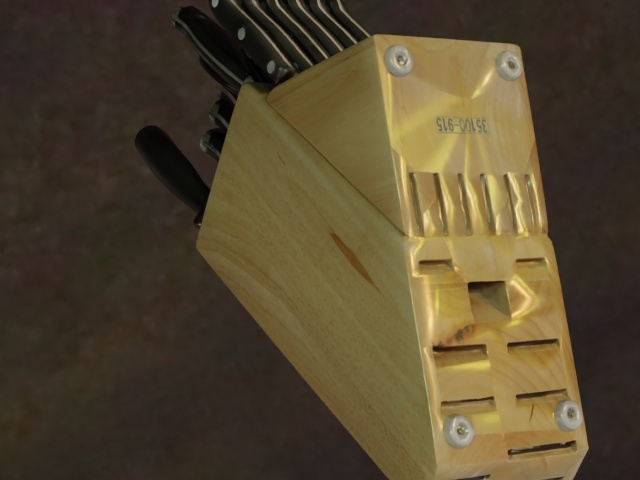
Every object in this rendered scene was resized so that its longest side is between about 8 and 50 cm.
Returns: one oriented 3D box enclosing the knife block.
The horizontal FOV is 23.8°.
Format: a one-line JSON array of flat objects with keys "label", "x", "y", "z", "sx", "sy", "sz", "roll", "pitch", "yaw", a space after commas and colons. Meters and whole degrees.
[{"label": "knife block", "x": 0.000, "y": 0.000, "z": 0.747, "sx": 0.088, "sy": 0.275, "sz": 0.242, "roll": -2, "pitch": 168, "yaw": -35}]
